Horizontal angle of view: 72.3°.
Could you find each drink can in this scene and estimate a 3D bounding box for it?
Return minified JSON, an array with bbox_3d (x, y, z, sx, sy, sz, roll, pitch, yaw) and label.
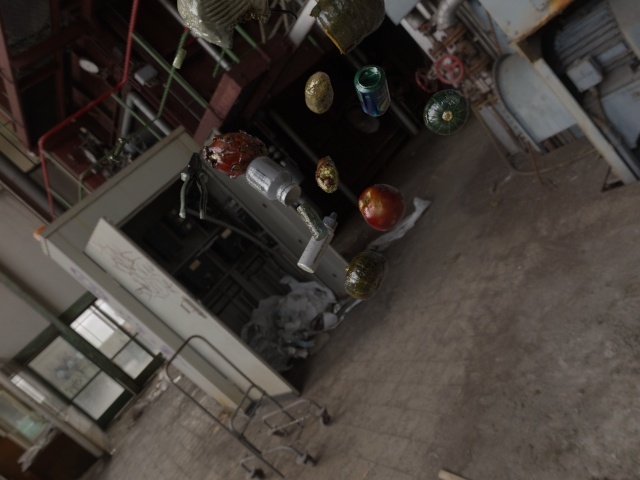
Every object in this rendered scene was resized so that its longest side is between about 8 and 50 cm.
[{"bbox_3d":[0.198,-0.558,1.649,0.118,0.118,0.205,-45,-18,2],"label":"drink can"}]

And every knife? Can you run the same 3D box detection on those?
[{"bbox_3d":[-0.213,-1.051,2.004,0.021,0.222,0.045,122,155,-73],"label":"knife"}]

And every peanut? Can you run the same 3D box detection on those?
[{"bbox_3d":[-0.004,-0.586,1.727,0.120,0.110,0.236,-22,-8,-4],"label":"peanut"}]

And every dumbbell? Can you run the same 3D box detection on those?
[{"bbox_3d":[-0.952,-0.430,2.074,0.046,0.052,0.118,14,80,55],"label":"dumbbell"}]

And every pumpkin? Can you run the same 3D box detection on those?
[{"bbox_3d":[0.175,0.135,1.785,0.219,0.162,0.219,-49,-27,-36],"label":"pumpkin"},{"bbox_3d":[0.472,-0.479,1.643,0.167,0.167,0.125,-40,6,26],"label":"pumpkin"},{"bbox_3d":[0.089,-0.785,1.478,0.232,0.242,0.325,-43,18,17],"label":"pumpkin"}]

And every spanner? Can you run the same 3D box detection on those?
[{"bbox_3d":[-0.449,-0.204,1.567,0.040,0.096,0.324,110,155,-48],"label":"spanner"}]

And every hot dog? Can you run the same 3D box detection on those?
[{"bbox_3d":[0.024,-0.315,2.059,0.103,0.146,0.213,-8,31,-8],"label":"hot dog"}]

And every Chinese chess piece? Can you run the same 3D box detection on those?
[{"bbox_3d":[-0.596,-0.772,1.857,0.084,0.034,0.084,-45,32,39],"label":"Chinese chess piece"}]

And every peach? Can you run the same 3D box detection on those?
[{"bbox_3d":[0.304,-0.157,2.101,0.199,0.243,0.243,-35,14,50],"label":"peach"}]

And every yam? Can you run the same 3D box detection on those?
[{"bbox_3d":[-0.030,-0.081,1.817,0.068,0.169,0.068,-27,-20,-11],"label":"yam"}]

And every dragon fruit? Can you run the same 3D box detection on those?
[{"bbox_3d":[-0.449,-0.452,2.305,0.315,0.250,0.250,-27,4,-19],"label":"dragon fruit"}]

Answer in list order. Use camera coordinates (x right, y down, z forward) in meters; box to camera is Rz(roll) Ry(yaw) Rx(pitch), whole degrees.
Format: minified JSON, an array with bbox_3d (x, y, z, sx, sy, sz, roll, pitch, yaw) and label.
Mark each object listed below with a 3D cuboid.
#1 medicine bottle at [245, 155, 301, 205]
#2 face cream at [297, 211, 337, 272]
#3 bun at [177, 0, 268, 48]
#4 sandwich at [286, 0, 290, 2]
[{"bbox_3d":[-0.182,-0.230,1.735,0.135,0.215,0.135,-39,-28,-25],"label":"medicine bottle"},{"bbox_3d":[0.000,0.000,2.075,0.311,0.092,0.092,-62,15,-16],"label":"face cream"},{"bbox_3d":[-0.328,-0.778,1.420,0.281,0.281,0.205,-47,32,-11],"label":"bun"},{"bbox_3d":[-0.139,-1.218,1.915,0.245,0.212,0.063,-39,45,25],"label":"sandwich"}]
